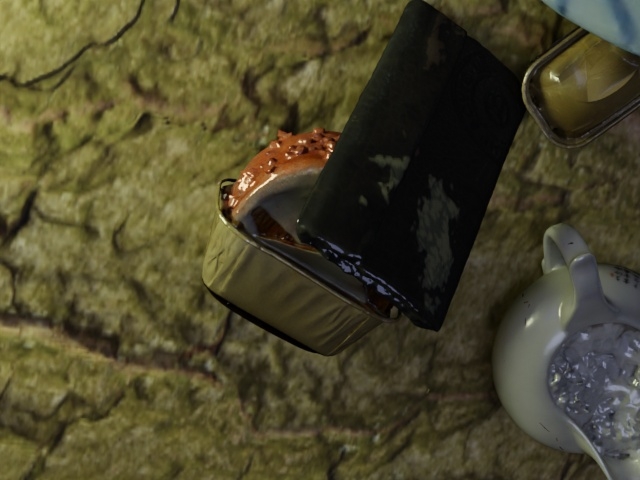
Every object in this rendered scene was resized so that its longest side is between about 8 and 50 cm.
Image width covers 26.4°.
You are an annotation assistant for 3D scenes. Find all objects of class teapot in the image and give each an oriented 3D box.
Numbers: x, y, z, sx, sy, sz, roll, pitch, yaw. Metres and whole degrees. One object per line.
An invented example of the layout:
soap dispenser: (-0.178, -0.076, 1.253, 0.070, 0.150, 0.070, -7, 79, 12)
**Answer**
teapot: (0.282, 0.116, 1.450, 0.208, 0.166, 0.300, -17, 120, 8)

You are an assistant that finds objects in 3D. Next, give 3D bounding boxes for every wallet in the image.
wallet: (0.100, -0.079, 1.304, 0.170, 0.321, 0.044, 39, 142, -18)

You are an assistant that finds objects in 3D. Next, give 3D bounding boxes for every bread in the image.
bread: (0.000, 0.000, 1.367, 0.224, 0.142, 0.212, 30, 117, -16)

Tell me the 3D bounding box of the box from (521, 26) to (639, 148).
box: (0.284, -0.174, 1.380, 0.177, 0.111, 0.111, -37, 109, 1)

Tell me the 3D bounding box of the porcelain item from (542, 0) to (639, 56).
porcelain item: (0.336, -0.272, 1.226, 0.405, 0.178, 0.242, 22, 129, 17)
